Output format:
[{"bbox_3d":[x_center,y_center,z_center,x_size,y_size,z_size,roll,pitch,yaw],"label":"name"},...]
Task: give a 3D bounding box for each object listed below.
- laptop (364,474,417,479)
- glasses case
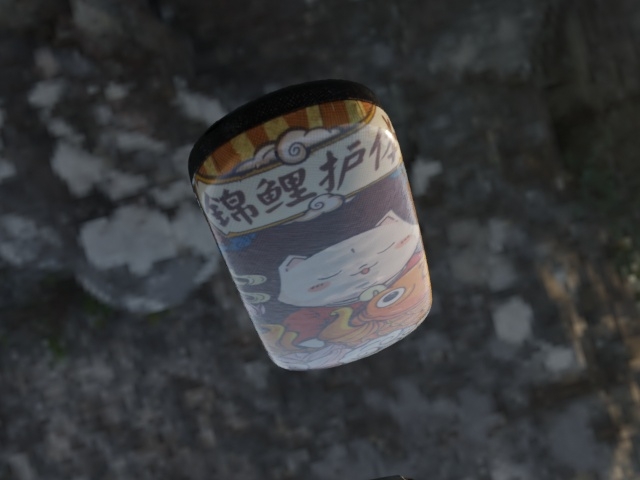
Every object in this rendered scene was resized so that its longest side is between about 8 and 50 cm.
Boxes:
[{"bbox_3d":[-0.017,0.112,0.678,0.129,0.016,0.180,-10,175,-2],"label":"laptop"},{"bbox_3d":[0.000,0.000,1.105,0.122,0.082,0.321,-19,153,0],"label":"glasses case"}]
